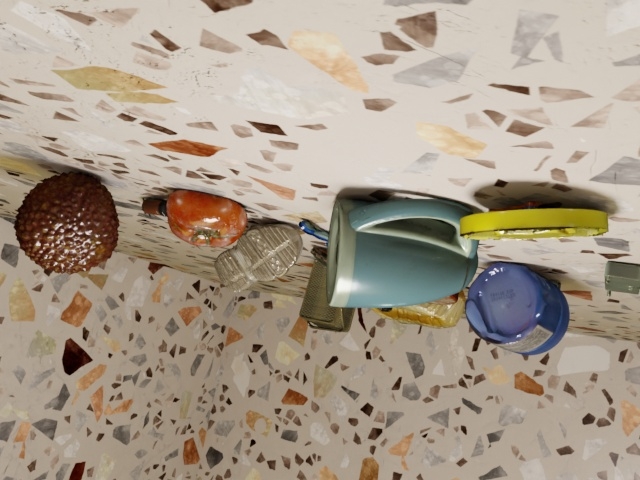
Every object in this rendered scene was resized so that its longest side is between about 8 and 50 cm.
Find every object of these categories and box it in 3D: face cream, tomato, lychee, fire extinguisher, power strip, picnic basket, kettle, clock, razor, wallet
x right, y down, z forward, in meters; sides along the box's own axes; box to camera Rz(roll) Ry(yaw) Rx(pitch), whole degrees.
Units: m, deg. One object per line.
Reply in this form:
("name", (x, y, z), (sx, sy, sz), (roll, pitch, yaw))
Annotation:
("face cream", (0.578, 0.204, 2.047), (0.249, 0.248, 0.225), (3, 168, 37))
("tomato", (-0.325, -0.049, 1.935), (0.237, 0.095, 0.236), (7, 153, 4))
("lychee", (-0.684, -0.049, 1.904), (0.276, 0.275, 0.304), (3, -155, 37))
("fire extinguisher", (-0.489, -0.096, 2.064), (0.050, 0.062, 0.177), (-31, -157, -32))
("power strip", (0.816, 0.110, 1.805), (0.145, 0.061, 0.216), (7, 170, 25))
("picnic basket", (0.042, 0.212, 2.649), (0.165, 0.266, 0.139), (8, 165, 31))
("kettle", (0.198, 0.018, 1.573), (0.342, 0.247, 0.319), (4, 145, -4))
("clock", (0.415, -0.041, 1.365), (0.277, 0.071, 0.293), (-3, 177, 23))
("razor", (0.011, -0.006, 2.079), (0.056, 0.093, 0.324), (-32, 156, 7))
("wallet", (0.108, 0.135, 2.365), (0.317, 0.044, 0.169), (37, -179, 18))

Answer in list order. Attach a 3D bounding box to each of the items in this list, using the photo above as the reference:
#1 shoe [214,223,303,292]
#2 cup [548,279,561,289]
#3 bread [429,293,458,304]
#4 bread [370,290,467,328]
("shoe", (-0.168, 0.027, 2.180), (0.351, 0.171, 0.198), (-23, -174, 40))
("cup", (0.703, 0.153, 2.164), (0.077, 0.078, 0.100), (13, 141, 12))
("bread", (0.307, 0.124, 2.277), (0.295, 0.114, 0.328), (1, 164, 46))
("bread", (0.357, 0.217, 2.654), (0.389, 0.183, 0.236), (14, 156, 22))
